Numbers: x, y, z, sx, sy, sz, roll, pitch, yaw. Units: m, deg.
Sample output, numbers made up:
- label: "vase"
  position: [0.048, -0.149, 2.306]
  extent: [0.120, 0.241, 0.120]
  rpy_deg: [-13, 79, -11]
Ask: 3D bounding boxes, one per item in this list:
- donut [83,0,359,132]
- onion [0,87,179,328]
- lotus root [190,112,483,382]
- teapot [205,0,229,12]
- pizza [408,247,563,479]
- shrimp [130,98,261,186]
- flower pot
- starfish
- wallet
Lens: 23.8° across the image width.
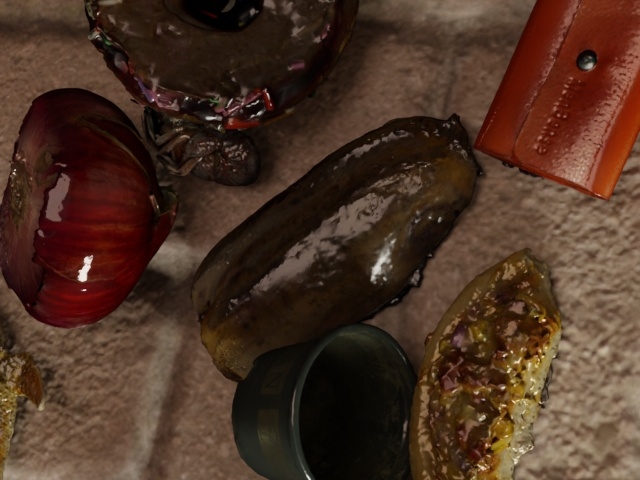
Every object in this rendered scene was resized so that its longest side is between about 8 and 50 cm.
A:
- label: "donut"
  position: [-0.091, -0.226, 1.436]
  extent: [0.270, 0.103, 0.269]
  rpy_deg: [0, 76, 2]
- label: "onion"
  position: [-0.239, -0.030, 1.492]
  extent: [0.248, 0.161, 0.248]
  rpy_deg: [-36, 42, 41]
- label: "lotus root"
  position: [0.000, -0.001, 1.380]
  extent: [0.329, 0.078, 0.167]
  rpy_deg: [-40, 60, 18]
- label: "teapot"
  position: [-0.132, -0.273, 1.552]
  extent: [0.068, 0.076, 0.121]
  rpy_deg: [22, 62, 45]
- label: "pizza"
  position: [0.130, 0.122, 1.269]
  extent: [0.127, 0.058, 0.246]
  rpy_deg: [30, 96, 35]
- label: "shrimp"
  position: [-0.128, -0.106, 1.502]
  extent: [0.190, 0.075, 0.073]
  rpy_deg: [35, 130, 41]
- label: "flower pot"
  position: [-0.002, 0.150, 1.300]
  extent: [0.107, 0.157, 0.157]
  rpy_deg: [-4, 74, 44]
- label: "starfish"
  position: [-0.362, 0.148, 1.602]
  extent: [0.138, 0.050, 0.247]
  rpy_deg: [-55, 48, 10]
- label: "wallet"
  position: [0.224, -0.148, 1.290]
  extent: [0.142, 0.045, 0.204]
  rpy_deg: [25, 91, 36]
